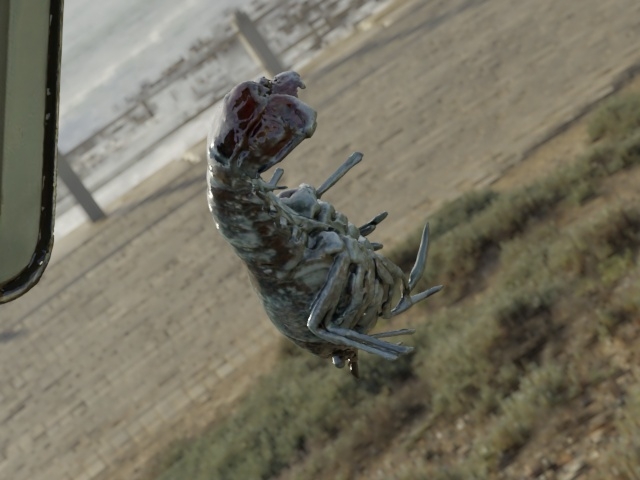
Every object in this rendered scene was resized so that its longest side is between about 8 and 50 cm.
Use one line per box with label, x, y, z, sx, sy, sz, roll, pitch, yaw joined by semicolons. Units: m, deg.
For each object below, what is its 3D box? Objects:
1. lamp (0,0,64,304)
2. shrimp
lamp;-0.201;-0.112;0.406;0.267;0.269;0.047;2;2;-43
shrimp;-0.002;0.004;1.147;0.166;0.410;0.221;-34;54;9
